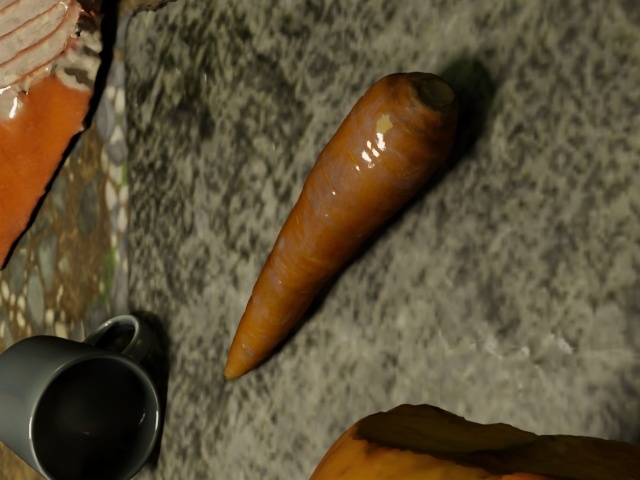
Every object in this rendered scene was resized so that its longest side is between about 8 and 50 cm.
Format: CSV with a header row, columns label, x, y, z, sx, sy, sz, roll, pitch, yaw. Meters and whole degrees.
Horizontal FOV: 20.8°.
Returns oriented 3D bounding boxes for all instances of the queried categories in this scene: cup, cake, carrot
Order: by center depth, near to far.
label,x,y,z,sx,sy,sz,roll,pitch,yaw
carrot,0.000,0.000,0.809,0.216,0.048,0.048,-54,49,40
cup,-0.131,0.082,0.948,0.100,0.078,0.077,-54,32,-13
cake,-0.221,-0.066,1.042,0.287,0.135,0.098,-53,35,23

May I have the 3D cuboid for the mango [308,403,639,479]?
label,x,y,z,sx,sy,sz,roll,pitch,yaw
mango,0.060,0.219,0.615,0.201,0.199,0.350,-112,22,-71
